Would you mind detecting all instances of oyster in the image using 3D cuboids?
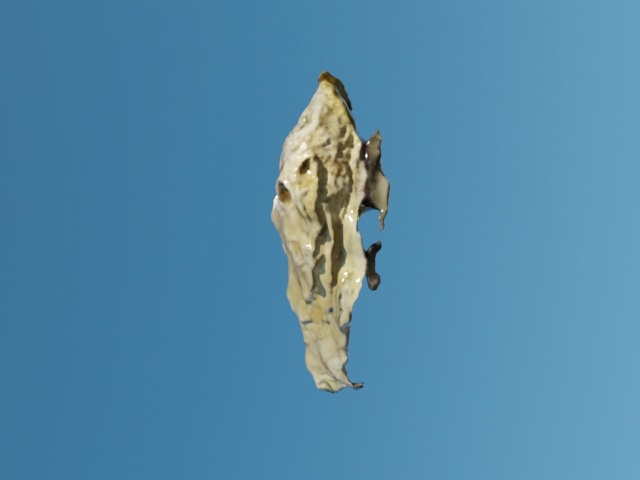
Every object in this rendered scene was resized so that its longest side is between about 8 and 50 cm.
[{"bbox_3d":[0.000,0.009,0.714,0.133,0.072,0.209,-94,10,-47],"label":"oyster"}]
